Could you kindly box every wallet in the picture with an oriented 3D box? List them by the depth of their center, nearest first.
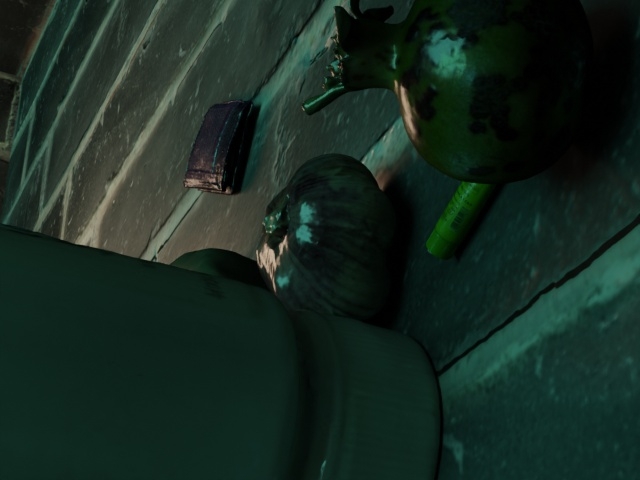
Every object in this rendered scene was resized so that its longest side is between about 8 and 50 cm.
[{"bbox_3d":[-0.122,-0.111,1.507,0.166,0.030,0.111,-171,93,-69],"label":"wallet"}]

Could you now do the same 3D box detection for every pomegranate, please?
[{"bbox_3d":[0.091,-0.115,0.804,0.148,0.169,0.148,-56,-15,-23],"label":"pomegranate"}]

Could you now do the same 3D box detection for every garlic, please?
[{"bbox_3d":[0.000,0.000,1.043,0.147,0.102,0.159,129,148,-49],"label":"garlic"}]

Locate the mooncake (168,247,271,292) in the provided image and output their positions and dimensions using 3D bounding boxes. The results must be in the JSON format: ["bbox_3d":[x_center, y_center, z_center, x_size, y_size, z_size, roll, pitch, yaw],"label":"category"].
[{"bbox_3d":[-0.107,0.139,1.185,0.275,0.135,0.275,-47,34,46],"label":"mooncake"}]

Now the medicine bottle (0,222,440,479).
[{"bbox_3d":[-0.119,0.121,0.899,0.211,0.371,0.211,-46,37,50],"label":"medicine bottle"}]

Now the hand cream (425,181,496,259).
[{"bbox_3d":[0.111,-0.039,0.898,0.036,0.023,0.122,-105,36,-52],"label":"hand cream"}]
